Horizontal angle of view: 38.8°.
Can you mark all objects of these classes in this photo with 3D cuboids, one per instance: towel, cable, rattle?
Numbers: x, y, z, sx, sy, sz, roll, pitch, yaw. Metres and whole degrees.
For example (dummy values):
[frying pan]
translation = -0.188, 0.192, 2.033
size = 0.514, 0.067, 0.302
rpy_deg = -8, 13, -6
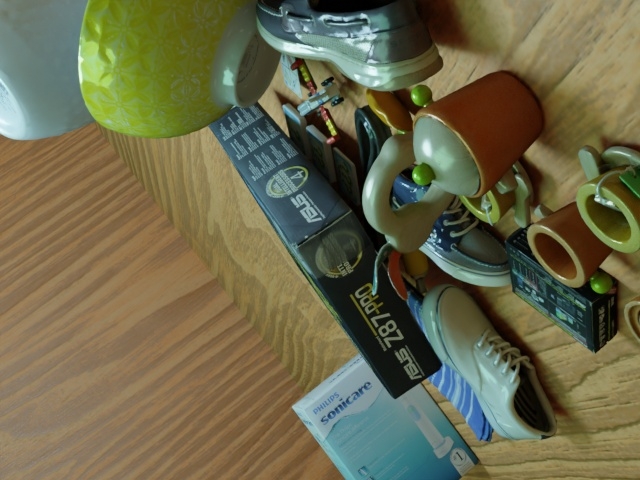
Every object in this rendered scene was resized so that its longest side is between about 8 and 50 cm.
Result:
[towel]
translation = 0.166, 0.166, 1.486
size = 0.336, 0.040, 0.243
rpy_deg = 44, 162, 31
[cable]
translation = 0.091, -0.069, 1.194
size = 0.139, 0.072, 0.287
rpy_deg = -118, 14, -53
[rattle]
translation = 0.069, -0.050, 1.019
size = 0.143, 0.130, 0.199
rpy_deg = 31, 131, 28

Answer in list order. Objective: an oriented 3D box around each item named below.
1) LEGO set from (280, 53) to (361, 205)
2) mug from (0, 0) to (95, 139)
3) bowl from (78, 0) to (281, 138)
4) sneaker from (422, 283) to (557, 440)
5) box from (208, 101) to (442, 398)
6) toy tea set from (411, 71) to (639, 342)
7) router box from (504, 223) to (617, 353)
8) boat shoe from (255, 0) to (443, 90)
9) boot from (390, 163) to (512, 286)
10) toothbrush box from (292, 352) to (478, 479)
[LEGO set]
translation = -0.024, -0.170, 1.202
size = 0.182, 0.060, 0.244
rpy_deg = 48, 158, 41
[mug]
translation = -0.389, -0.344, 1.288
size = 0.276, 0.328, 0.374
rpy_deg = -3, 129, 51
[bowl]
translation = -0.138, -0.240, 1.088
size = 0.156, 0.289, 0.289
rpy_deg = 24, 157, 15
[sneaker]
translation = 0.233, 0.159, 1.201
size = 0.258, 0.094, 0.091
rpy_deg = 53, 148, -17
[box]
translation = 0.000, 0.000, 1.303
size = 0.318, 0.097, 0.395
rpy_deg = 61, 175, -37
[toy tea set]
translation = 0.199, -0.008, 0.799
size = 0.336, 0.124, 0.200
rpy_deg = 41, 162, 38
[router box]
translation = 0.251, 0.049, 0.945
size = 0.122, 0.038, 0.092
rpy_deg = 42, 161, 39
[boat shoe]
translation = 0.018, -0.230, 0.913
size = 0.285, 0.103, 0.092
rpy_deg = 40, 149, 51
[boot]
translation = 0.150, -0.021, 1.048
size = 0.190, 0.069, 0.086
rpy_deg = 30, 139, 39
[toothbrush box]
translation = 0.122, 0.374, 1.754
size = 0.295, 0.216, 0.126
rpy_deg = 53, 165, -2
